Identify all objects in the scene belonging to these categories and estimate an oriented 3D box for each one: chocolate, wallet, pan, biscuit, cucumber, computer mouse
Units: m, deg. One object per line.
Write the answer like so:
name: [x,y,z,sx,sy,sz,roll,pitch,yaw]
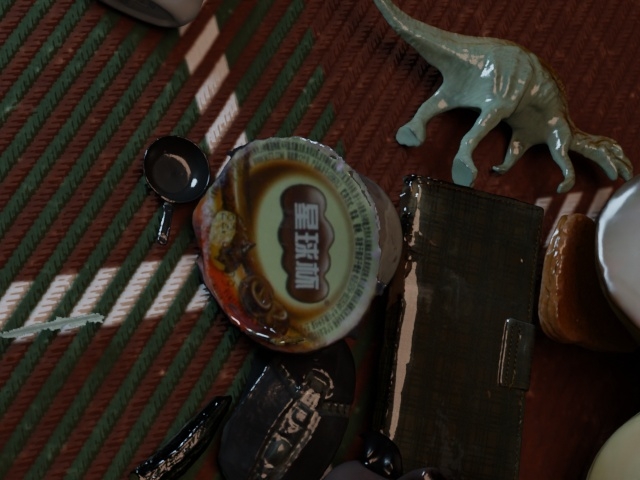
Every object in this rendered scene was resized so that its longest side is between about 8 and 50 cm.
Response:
chocolate: [-0.005,0.004,1.376,0.147,0.221,0.221,-4,72,-63]
wallet: [0.133,0.105,1.436,0.169,0.044,0.317,12,78,-25]
pan: [-0.144,-0.045,1.389,0.068,0.023,0.115,19,64,-19]
biscuit: [0.293,0.023,1.527,0.192,0.036,0.186,13,81,-46]
cucumber: [-0.123,0.189,1.320,0.135,0.033,0.034,-39,96,-29]
computer mouse: [-0.022,0.156,1.362,0.106,0.062,0.192,34,61,-11]

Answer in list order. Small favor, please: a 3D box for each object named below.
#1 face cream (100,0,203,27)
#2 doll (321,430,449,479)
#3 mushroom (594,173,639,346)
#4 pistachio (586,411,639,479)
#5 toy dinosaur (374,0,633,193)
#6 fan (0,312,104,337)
face cream: [-0.150,-0.358,1.460,0.144,0.071,0.291,23,66,-18]
doll: [0.065,0.271,1.264,0.117,0.257,0.182,27,82,-26]
mushroom: [0.448,0.108,1.510,0.313,0.397,0.224,21,77,24]
pistachio: [0.378,0.310,1.413,0.238,0.229,0.321,-16,86,5]
toy dinosaur: [0.155,-0.158,1.529,0.393,0.092,0.205,46,62,-4]
fan: [-0.324,0.094,1.225,0.329,0.009,0.191,-12,41,-39]
